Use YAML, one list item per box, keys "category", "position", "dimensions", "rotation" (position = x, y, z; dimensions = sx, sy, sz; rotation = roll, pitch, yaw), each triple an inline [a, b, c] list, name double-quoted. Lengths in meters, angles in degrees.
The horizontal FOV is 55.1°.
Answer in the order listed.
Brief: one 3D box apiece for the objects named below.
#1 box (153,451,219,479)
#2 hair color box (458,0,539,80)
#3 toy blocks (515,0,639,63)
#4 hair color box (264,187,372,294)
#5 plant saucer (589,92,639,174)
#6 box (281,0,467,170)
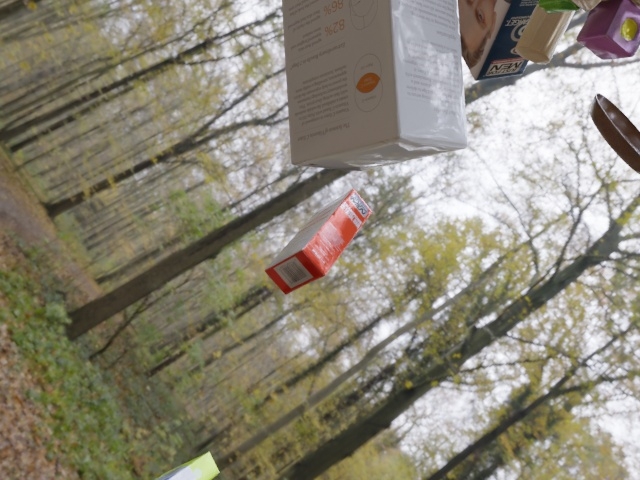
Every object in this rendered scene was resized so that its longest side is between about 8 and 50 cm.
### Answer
- category: "box"
  position: [-0.242, 0.377, 0.890]
  dimensions: [0.043, 0.109, 0.178]
  rotation: [62, 25, 8]
- category: "hair color box"
  position: [0.326, -0.458, 1.034]
  dimensions: [0.347, 0.105, 0.174]
  rotation: [101, -26, -59]
- category: "toy blocks"
  position: [0.254, -0.335, 0.526]
  dimensions: [0.288, 0.260, 0.309]
  rotation: [26, 3, -26]
- category: "hair color box"
  position: [0.000, 0.000, 0.910]
  dimensions: [0.053, 0.167, 0.093]
  rotation: [49, -44, -12]
- category: "plant saucer"
  position: [0.482, -0.162, 0.971]
  dimensions: [0.029, 0.168, 0.169]
  rotation: [-43, -103, 33]
- category: "box"
  position: [0.043, -0.154, 0.526]
  dimensions: [0.130, 0.090, 0.171]
  rotation: [-5, -92, 48]
